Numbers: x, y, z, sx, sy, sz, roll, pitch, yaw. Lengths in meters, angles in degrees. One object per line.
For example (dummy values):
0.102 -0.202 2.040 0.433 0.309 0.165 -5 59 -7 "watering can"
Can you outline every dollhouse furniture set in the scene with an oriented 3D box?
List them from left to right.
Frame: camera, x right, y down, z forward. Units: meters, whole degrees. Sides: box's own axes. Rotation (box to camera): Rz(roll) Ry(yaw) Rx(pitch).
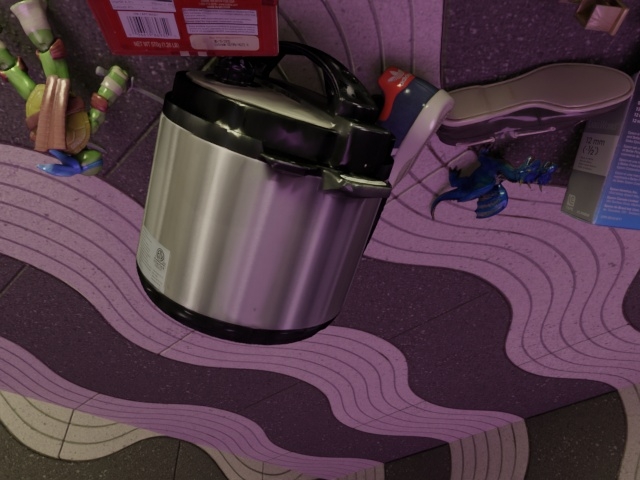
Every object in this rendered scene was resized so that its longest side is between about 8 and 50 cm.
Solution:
0.426 -0.405 0.646 0.101 0.160 0.181 3 138 -6 "dollhouse furniture set"

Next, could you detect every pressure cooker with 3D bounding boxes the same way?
-0.078 -0.094 0.750 0.370 0.375 0.420 18 110 3 "pressure cooker"

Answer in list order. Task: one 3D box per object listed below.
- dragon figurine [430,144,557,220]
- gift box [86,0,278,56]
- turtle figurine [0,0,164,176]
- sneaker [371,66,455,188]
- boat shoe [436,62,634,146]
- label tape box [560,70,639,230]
0.335 -0.104 0.985 0.085 0.144 0.289 31 128 -31 "dragon figurine"
-0.171 -0.388 0.577 0.255 0.258 0.276 2 157 -7 "gift box"
-0.437 -0.256 0.815 0.198 0.274 0.266 -5 122 36 "turtle figurine"
0.117 -0.189 0.917 0.148 0.131 0.350 38 147 6 "sneaker"
0.379 -0.244 0.873 0.335 0.112 0.095 -6 155 12 "boat shoe"
0.647 -0.194 0.902 0.249 0.115 0.347 6 104 -9 "label tape box"
